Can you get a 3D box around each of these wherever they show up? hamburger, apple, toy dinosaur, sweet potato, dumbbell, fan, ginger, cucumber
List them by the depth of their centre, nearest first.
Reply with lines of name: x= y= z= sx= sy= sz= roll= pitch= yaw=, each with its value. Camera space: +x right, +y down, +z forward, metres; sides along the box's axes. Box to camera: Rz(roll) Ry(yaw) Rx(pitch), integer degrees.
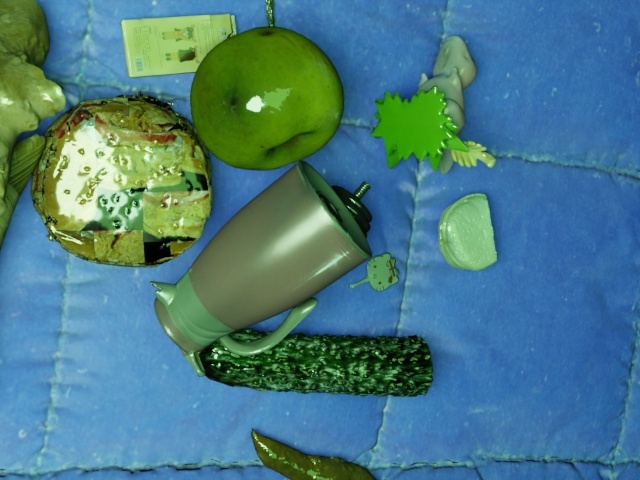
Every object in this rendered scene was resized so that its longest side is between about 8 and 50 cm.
ginger: x=-0.382 y=-0.146 z=0.866 sx=0.219 sy=0.270 sz=0.123 roll=-11 pitch=142 yaw=-5
hamburger: x=-0.240 y=-0.076 z=1.006 sx=0.231 sy=0.107 sz=0.230 roll=-3 pitch=102 yaw=-16
apple: x=-0.068 y=-0.178 z=1.017 sx=0.197 sy=0.196 sz=0.156 roll=-26 pitch=74 yaw=-18
dumbbell: x=0.000 y=0.000 z=1.118 sx=0.099 sy=0.099 sz=0.208 roll=44 pitch=80 yaw=-22
cucumber: x=-0.014 y=0.174 z=1.140 sx=0.360 sy=0.096 sz=0.096 roll=5 pitch=96 yaw=-24
toy dinosaur: x=0.161 y=-0.185 z=1.167 sx=0.177 sy=0.152 sz=0.194 roll=-26 pitch=102 yaw=-48
sweet potato: x=0.005 y=0.345 z=1.192 sx=0.274 sy=0.067 sz=0.067 roll=30 pitch=86 yaw=-22
fan: x=0.080 y=0.053 z=1.212 sx=0.083 sy=0.004 sz=0.055 roll=-21 pitch=105 yaw=-18
hamburger: x=0.219 y=-0.010 z=1.239 sx=0.084 sy=0.054 sz=0.121 roll=-7 pitch=98 yaw=-18

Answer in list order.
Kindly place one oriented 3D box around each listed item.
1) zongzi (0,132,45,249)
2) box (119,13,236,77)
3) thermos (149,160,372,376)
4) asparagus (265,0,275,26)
zongzi: x=-0.403 y=0.043 z=0.934 sx=0.288 sy=0.134 sz=0.285 roll=-28 pitch=109 yaw=-17
box: x=-0.180 y=-0.253 z=1.048 sx=0.149 sy=0.020 sz=0.073 roll=-9 pitch=100 yaw=-22
thermos: x=-0.074 y=0.045 z=1.008 sx=0.265 sy=0.146 sz=0.176 roll=-38 pitch=117 yaw=11
asparagus: x=-0.060 y=-0.260 z=1.102 sx=0.016 sy=0.016 sz=0.162 roll=-9 pitch=102 yaw=5
